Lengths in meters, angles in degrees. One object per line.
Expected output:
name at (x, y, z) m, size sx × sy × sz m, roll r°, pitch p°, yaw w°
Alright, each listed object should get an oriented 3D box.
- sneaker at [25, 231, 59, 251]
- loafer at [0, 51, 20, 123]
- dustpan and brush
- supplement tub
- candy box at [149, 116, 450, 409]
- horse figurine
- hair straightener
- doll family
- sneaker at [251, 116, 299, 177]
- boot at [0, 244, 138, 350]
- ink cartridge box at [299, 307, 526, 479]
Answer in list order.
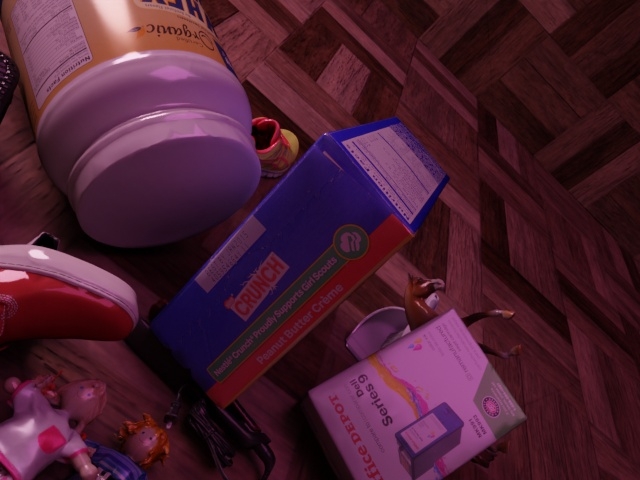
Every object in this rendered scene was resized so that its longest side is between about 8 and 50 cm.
sneaker at (-0.275, 0.036, 0.518) m, size 0.040 × 0.043 × 0.109 m, roll 30°, pitch 39°, yaw -31°
loafer at (-0.350, -0.084, 0.523) m, size 0.080 × 0.078 × 0.220 m, roll 28°, pitch 55°, yaw -18°
dustpan and brush at (0.139, 0.145, 0.873) m, size 0.147 × 0.060 × 0.211 m, roll 49°, pitch 33°, yaw -1°
supplement tub at (-0.213, -0.173, 0.632) m, size 0.228 × 0.228 × 0.316 m, roll 1°, pitch 56°, yaw -49°
candy box at (0.000, 0.000, 0.628) m, size 0.122 × 0.268 × 0.317 m, roll 47°, pitch 24°, yaw 2°
horse figurine at (0.184, 0.183, 0.768) m, size 0.066 × 0.174 × 0.264 m, roll -5°, pitch 96°, yaw -51°
hair straightener at (-0.127, 0.171, 0.563) m, size 0.230 × 0.047 × 0.089 m, roll 55°, pitch 33°, yaw 1°
doll family at (-0.159, 0.218, 0.432) m, size 0.263 × 0.118 × 0.163 m, roll 35°, pitch 38°, yaw 12°
sneaker at (-0.084, -0.153, 0.884) m, size 0.081 × 0.094 × 0.208 m, roll 50°, pitch 32°, yaw 5°
boot at (-0.268, 0.085, 0.402) m, size 0.244 × 0.088 × 0.176 m, roll 11°, pitch 46°, yaw -13°
ink cartridge box at (0.103, 0.200, 0.655) m, size 0.212 × 0.093 × 0.154 m, roll -25°, pitch 73°, yaw -17°
